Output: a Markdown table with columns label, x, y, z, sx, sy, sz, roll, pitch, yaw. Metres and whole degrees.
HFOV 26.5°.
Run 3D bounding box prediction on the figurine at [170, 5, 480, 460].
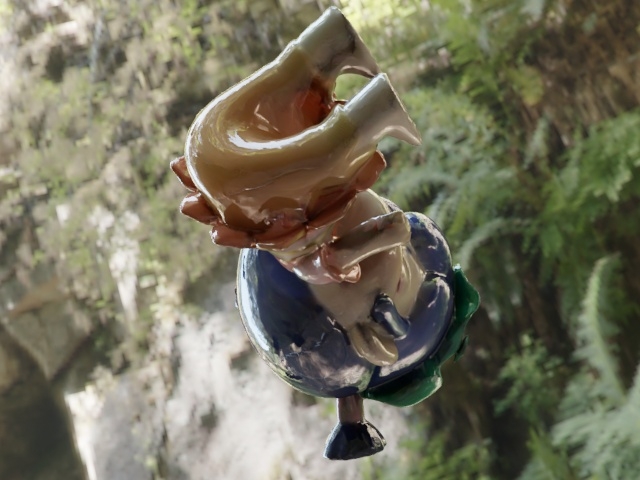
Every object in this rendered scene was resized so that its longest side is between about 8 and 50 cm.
| label | x | y | z | sx | sy | sz | roll | pitch | yaw |
| --- | --- | --- | --- | --- | --- | --- | --- | --- | --- |
| figurine | 0.000 | 0.000 | 0.567 | 0.102 | 0.111 | 0.195 | -27 | -40 | 1 |
